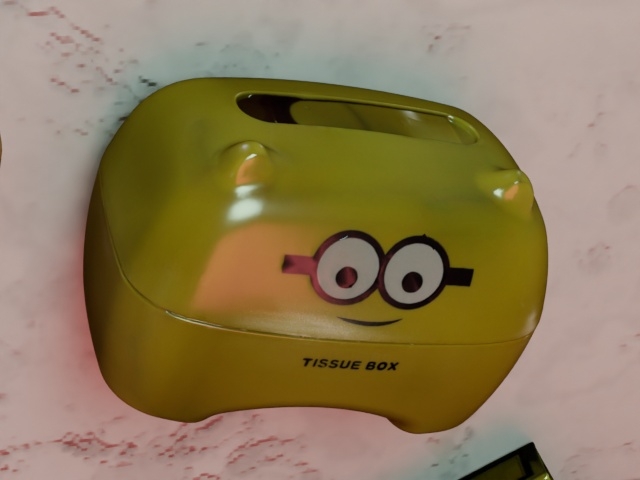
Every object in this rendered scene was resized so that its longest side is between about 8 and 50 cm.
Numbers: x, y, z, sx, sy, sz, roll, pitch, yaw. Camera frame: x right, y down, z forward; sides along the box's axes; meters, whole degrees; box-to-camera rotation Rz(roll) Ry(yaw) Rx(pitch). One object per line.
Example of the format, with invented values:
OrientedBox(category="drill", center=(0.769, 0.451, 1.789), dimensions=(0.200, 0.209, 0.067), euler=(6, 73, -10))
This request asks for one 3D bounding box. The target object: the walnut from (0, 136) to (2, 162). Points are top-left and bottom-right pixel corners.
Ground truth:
OrientedBox(category="walnut", center=(-0.225, -0.030, 0.601), dimensions=(0.257, 0.257, 0.224), euler=(-32, 99, 8))

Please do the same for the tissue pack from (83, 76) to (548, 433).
OrientedBox(category="tissue pack", center=(0.000, 0.000, 0.764), dimensions=(0.178, 0.123, 0.127), euler=(6, 125, -23))

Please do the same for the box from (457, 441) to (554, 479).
OrientedBox(category="box", center=(0.045, 0.216, 0.960), dimensions=(0.220, 0.064, 0.141), euler=(-29, 101, 3))
